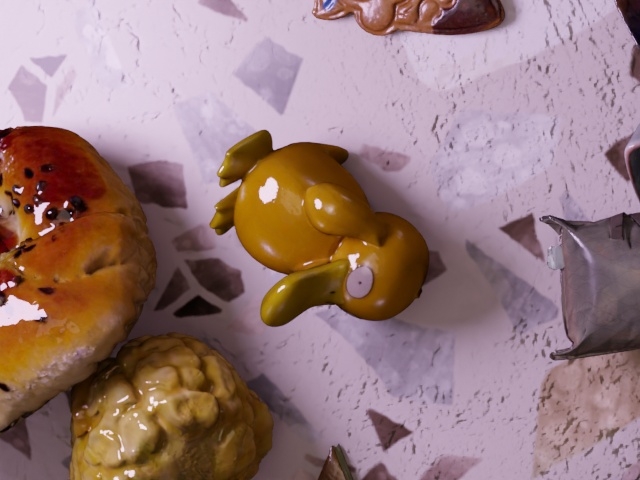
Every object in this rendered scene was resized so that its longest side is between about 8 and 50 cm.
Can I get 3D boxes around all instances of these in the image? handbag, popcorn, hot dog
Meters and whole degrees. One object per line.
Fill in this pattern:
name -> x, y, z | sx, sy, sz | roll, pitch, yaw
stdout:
handbag -> 0.372, 0.034, 1.760 | 0.270, 0.117, 0.183 | -5, 92, 8
popcorn -> -0.169, 0.222, 1.846 | 0.250, 0.190, 0.250 | -6, 130, -7
hot dog -> -0.362, 0.052, 1.829 | 0.365, 0.196, 0.367 | -24, 54, 10

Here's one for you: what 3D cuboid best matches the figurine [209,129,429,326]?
figurine -> 0.000, -0.009, 1.810 | 0.215, 0.215, 0.228 | -33, 64, 12

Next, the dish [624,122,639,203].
dish -> 0.437, -0.112, 1.738 | 0.234, 0.154, 0.064 | -16, 56, 13

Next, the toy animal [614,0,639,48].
toy animal -> 0.408, -0.386, 1.719 | 0.284, 0.225, 0.302 | -32, 75, -6

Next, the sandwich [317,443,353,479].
sandwich -> 0.018, 0.279, 1.896 | 0.044, 0.031, 0.083 | 24, 98, 11

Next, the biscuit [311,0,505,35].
biscuit -> 0.078, -0.306, 1.839 | 0.280, 0.043, 0.183 | 31, 103, 11
